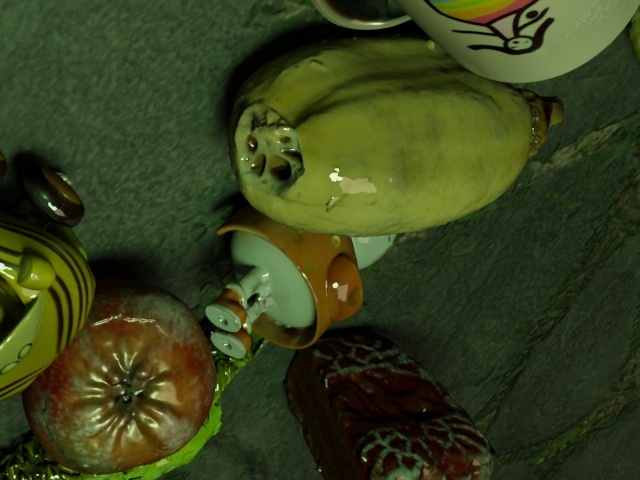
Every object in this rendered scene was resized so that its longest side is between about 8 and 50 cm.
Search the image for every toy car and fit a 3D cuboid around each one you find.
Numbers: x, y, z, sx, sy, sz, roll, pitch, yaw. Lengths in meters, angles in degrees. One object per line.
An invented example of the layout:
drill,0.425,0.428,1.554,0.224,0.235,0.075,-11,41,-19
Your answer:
toy car,-0.264,0.036,1.134,0.200,0.142,0.248,-47,141,11

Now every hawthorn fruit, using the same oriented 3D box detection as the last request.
hawthorn fruit,-0.171,0.112,1.332,0.173,0.173,0.173,-28,148,-20

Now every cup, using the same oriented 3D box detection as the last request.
cup,0.095,-0.233,1.185,0.253,0.191,0.200,-17,156,26

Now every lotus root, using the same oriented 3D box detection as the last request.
lotus root,0.071,-0.088,1.329,0.343,0.169,0.151,-9,140,-42

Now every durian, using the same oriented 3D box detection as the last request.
durian,-0.160,0.163,1.468,0.375,0.106,0.132,-29,154,-12

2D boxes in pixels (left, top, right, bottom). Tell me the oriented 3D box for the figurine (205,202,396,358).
figurine,-0.009,-0.002,1.412,0.143,0.143,0.271,101,13,-47

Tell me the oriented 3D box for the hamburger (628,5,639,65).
hamburger,0.401,-0.211,1.555,0.131,0.159,0.185,-4,154,-40

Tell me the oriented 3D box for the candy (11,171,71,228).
candy,-0.224,-0.019,1.237,0.083,0.020,0.030,-46,150,6

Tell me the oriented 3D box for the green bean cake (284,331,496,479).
green bean cake,0.054,0.191,1.616,0.199,0.232,0.097,-4,130,-41
